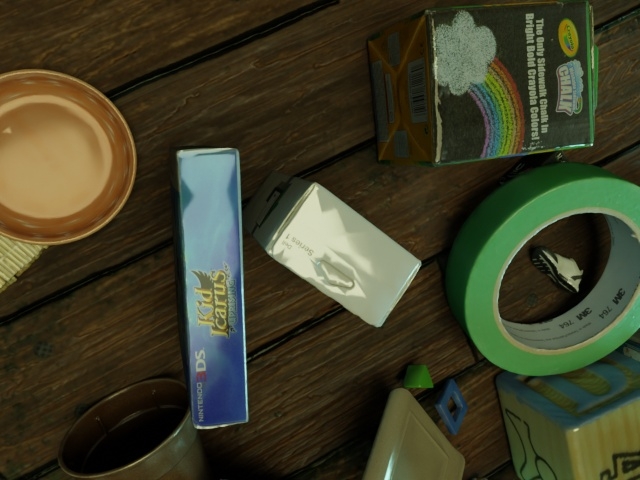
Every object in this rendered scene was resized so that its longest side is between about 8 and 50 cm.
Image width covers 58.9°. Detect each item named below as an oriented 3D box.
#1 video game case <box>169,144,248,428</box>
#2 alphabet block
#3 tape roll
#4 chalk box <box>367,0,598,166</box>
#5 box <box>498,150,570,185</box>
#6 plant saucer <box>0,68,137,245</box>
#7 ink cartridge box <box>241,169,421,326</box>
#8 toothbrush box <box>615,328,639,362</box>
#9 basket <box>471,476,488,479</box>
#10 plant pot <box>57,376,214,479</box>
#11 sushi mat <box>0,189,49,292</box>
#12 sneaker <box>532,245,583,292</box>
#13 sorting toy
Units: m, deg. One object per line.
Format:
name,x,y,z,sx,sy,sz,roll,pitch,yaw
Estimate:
video game case,-0.133,0.029,0.640,0.061,0.244,0.270,-3,100,-15
alphabet block,0.418,0.298,0.886,0.193,0.192,0.197,-19,105,-11
tape roll,0.350,0.049,0.837,0.321,0.077,0.321,-4,115,-10
chalk box,0.232,-0.202,0.748,0.288,0.179,0.180,-9,101,-16
box,0.325,-0.096,0.853,0.083,0.062,0.052,-41,109,-5
plant saucer,-0.320,-0.095,0.661,0.199,0.037,0.200,-2,94,-21
ink cartridge box,0.000,0.000,0.688,0.160,0.219,0.093,35,89,-20
toothbrush box,0.616,0.273,0.974,0.216,0.126,0.296,-15,103,-15
basket,0.290,0.604,0.828,0.266,0.328,0.331,-36,106,-10
plant pot,-0.212,0.290,0.716,0.167,0.167,0.165,-22,113,-12
sushi mat,-0.472,-0.062,0.641,0.151,0.019,0.316,-46,109,-6
sneaker,0.382,0.039,0.912,0.109,0.040,0.044,40,72,-24
sorting toy,0.124,0.337,0.802,0.196,0.047,0.348,50,47,-26
